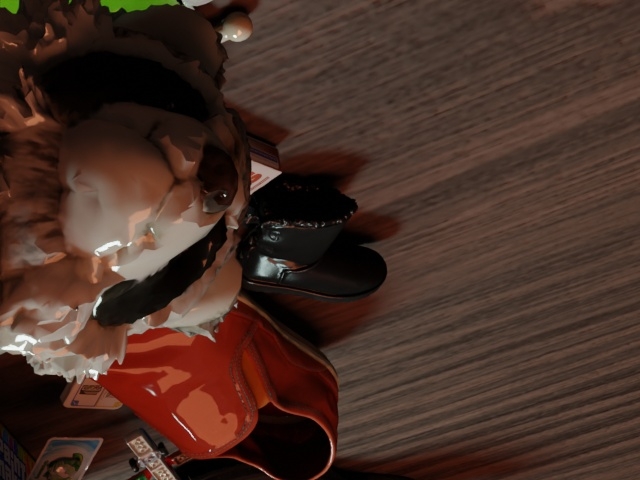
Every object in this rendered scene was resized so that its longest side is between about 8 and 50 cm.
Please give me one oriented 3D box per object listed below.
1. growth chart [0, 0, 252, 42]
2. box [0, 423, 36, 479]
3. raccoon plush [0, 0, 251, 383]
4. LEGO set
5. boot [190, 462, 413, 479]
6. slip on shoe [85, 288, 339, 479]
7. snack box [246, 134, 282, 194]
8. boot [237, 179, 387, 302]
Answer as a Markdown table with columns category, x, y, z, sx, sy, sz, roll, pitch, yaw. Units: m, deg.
| category | x | y | z | sx | sy | sz | roll | pitch | yaw |
| --- | --- | --- | --- | --- | --- | --- | --- | --- | --- |
| growth chart | -0.151 | -0.129 | 0.586 | 0.172 | 0.021 | 0.237 | -25 | 148 | 20 |
| box | -0.328 | 0.309 | 1.017 | 0.177 | 0.279 | 0.290 | -12 | 151 | 0 |
| raccoon plush | -0.241 | -0.049 | 0.560 | 0.299 | 0.446 | 0.216 | -18 | 125 | -55 |
| LEGO set | -0.158 | 0.160 | 1.034 | 0.182 | 0.060 | 0.244 | 8 | 126 | -38 |
| boot | 0.000 | 0.350 | 1.255 | 0.338 | 0.222 | 0.118 | 11 | 144 | -34 |
| slip on shoe | -0.085 | 0.100 | 0.883 | 0.123 | 0.101 | 0.331 | -27 | 146 | 21 |
| snack box | -0.109 | -0.018 | 0.787 | 0.178 | 0.022 | 0.064 | -32 | 146 | 32 |
| boot | 0.000 | 0.000 | 0.834 | 0.121 | 0.045 | 0.099 | 3 | 148 | -16 |
